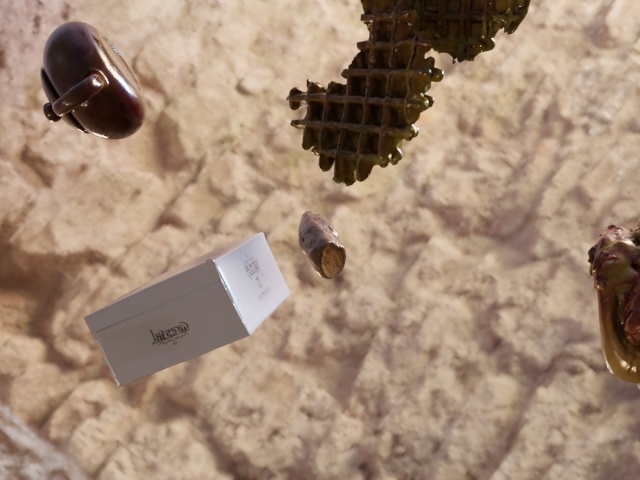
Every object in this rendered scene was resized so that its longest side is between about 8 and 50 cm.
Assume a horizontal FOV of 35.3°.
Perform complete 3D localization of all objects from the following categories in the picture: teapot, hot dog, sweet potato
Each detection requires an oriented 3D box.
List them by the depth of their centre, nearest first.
[{"bbox_3d":[0.436,0.057,1.334,0.257,0.150,0.153,-69,148,-46],"label":"hot dog"},{"bbox_3d":[-0.329,-0.205,1.393,0.135,0.178,0.252,-37,-165,6],"label":"teapot"},{"bbox_3d":[0.000,0.000,2.306,0.097,0.097,0.252,-51,-154,17],"label":"sweet potato"}]

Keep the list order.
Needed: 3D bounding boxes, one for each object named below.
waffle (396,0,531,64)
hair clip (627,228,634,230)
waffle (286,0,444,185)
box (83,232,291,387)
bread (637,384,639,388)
[{"bbox_3d":[0.213,-0.407,1.505,0.254,0.245,0.052,-47,176,26],"label":"waffle"},{"bbox_3d":[0.561,0.000,1.611,0.257,0.146,0.075,-57,-171,-6],"label":"hair clip"},{"bbox_3d":[0.075,-0.229,1.537,0.069,0.260,0.293,3,135,-42],"label":"waffle"},{"bbox_3d":[-0.177,0.092,1.432,0.203,0.116,0.274,-24,-176,12],"label":"box"},{"bbox_3d":[0.609,0.217,1.590,0.210,0.235,0.099,-40,173,25],"label":"bread"}]
